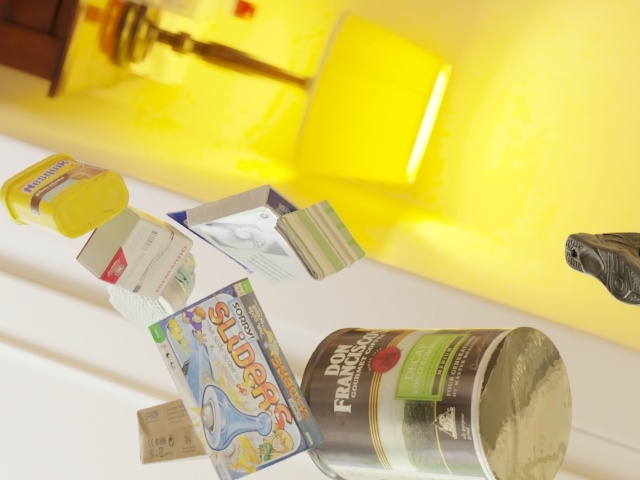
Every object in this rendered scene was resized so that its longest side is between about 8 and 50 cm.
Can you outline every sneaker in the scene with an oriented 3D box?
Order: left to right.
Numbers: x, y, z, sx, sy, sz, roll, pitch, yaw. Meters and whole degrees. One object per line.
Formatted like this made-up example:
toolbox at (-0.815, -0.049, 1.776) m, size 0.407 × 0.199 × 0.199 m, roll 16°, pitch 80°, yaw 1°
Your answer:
sneaker at (-0.278, 0.065, 2.256) m, size 0.150 × 0.135 × 0.366 m, roll -54°, pitch -169°, yaw -14°
sneaker at (0.516, 0.039, 2.172) m, size 0.227 × 0.130 × 0.087 m, roll -141°, pitch -133°, yaw -63°

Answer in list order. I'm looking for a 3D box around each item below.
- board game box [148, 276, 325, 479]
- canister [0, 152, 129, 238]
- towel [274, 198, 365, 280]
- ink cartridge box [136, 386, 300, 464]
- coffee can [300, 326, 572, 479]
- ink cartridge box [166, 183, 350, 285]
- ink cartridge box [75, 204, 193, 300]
board game box at (-0.095, 0.159, 1.463) m, size 0.136 × 0.201 × 0.035 m, roll -28°, pitch 176°, yaw 31°
canister at (-0.362, -0.063, 1.852) m, size 0.126 × 0.170 × 0.073 m, roll -34°, pitch 119°, yaw -28°
towel at (0.000, 0.000, 1.967) m, size 0.023 × 0.113 × 0.152 m, roll -38°, pitch 173°, yaw 30°
ink cartridge box at (-0.129, 0.265, 1.872) m, size 0.234 × 0.193 × 0.088 m, roll -22°, pitch -108°, yaw 55°
coffee can at (0.140, 0.207, 1.612) m, size 0.201 × 0.275 × 0.201 m, roll 5°, pitch 83°, yaw -49°
ink cartridge box at (-0.100, 0.002, 2.089) m, size 0.223 × 0.224 × 0.045 m, roll 36°, pitch 52°, yaw -40°
ink cartridge box at (-0.272, 0.015, 1.931) m, size 0.109 × 0.063 × 0.150 m, roll -57°, pitch 151°, yaw 2°
